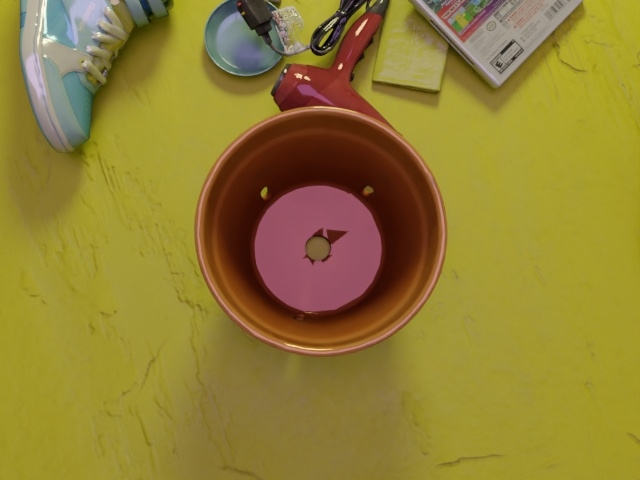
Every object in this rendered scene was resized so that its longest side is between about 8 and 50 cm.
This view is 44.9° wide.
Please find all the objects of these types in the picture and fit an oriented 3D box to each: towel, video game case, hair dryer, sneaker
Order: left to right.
[{"bbox_3d":[-0.288,-0.283,1.050,0.208,0.127,0.319,-6,84,-1],"label":"sneaker"},{"bbox_3d":[0.033,-0.247,1.062,0.223,0.080,0.294,-22,91,-6],"label":"hair dryer"},{"bbox_3d":[0.144,-0.334,1.121,0.102,0.021,0.237,10,83,6],"label":"towel"},{"bbox_3d":[0.254,-0.349,1.108,0.183,0.023,0.201,45,81,-3],"label":"video game case"}]

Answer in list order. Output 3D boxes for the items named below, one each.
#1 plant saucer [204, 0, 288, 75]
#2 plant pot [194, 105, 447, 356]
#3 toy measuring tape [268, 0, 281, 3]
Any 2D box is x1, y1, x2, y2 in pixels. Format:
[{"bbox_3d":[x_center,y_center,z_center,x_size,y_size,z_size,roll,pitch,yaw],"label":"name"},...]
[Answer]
[{"bbox_3d":[-0.106,-0.289,1.107,0.119,0.021,0.119,0,83,-1],"label":"plant saucer"},{"bbox_3d":[0.000,0.000,0.980,0.290,0.203,0.291,0,82,-1],"label":"plant pot"},{"bbox_3d":[-0.046,-0.510,1.091,0.121,0.121,0.330,11,83,0],"label":"toy measuring tape"}]
